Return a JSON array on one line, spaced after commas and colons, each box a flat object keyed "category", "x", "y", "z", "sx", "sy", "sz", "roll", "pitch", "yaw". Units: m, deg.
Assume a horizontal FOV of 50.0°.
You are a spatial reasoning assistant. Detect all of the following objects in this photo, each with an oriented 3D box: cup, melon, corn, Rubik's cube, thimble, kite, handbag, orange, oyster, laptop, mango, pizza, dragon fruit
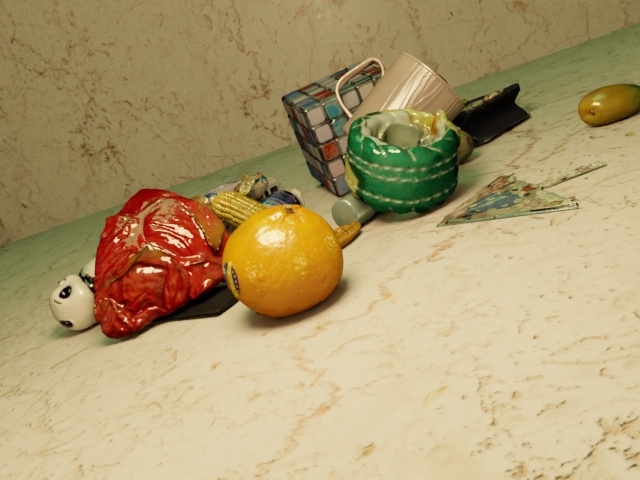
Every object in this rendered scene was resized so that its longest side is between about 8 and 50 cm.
[{"category": "cup", "x": 0.195, "y": -0.352, "z": 1.822, "sx": 0.273, "sy": 0.288, "sz": 0.208, "roll": -49, "pitch": 25, "yaw": 7}, {"category": "melon", "x": 0.351, "y": -0.248, "z": 1.855, "sx": 0.130, "sy": 0.098, "sz": 0.098, "roll": -19, "pitch": 12, "yaw": 39}, {"category": "corn", "x": -0.152, "y": -0.050, "z": 1.622, "sx": 0.238, "sy": 0.080, "sz": 0.080, "roll": 26, "pitch": 23, "yaw": 3}, {"category": "Rubik's cube", "x": 0.085, "y": -0.340, "z": 2.065, "sx": 0.291, "sy": 0.287, "sz": 0.293, "roll": -26, "pitch": 24, "yaw": -5}, {"category": "thimble", "x": 0.193, "y": -0.188, "z": 1.559, "sx": 0.254, "sy": 0.167, "sz": 0.288, "roll": 28, "pitch": 42, "yaw": 36}, {"category": "kite", "x": 0.404, "y": -0.098, "z": 1.399, "sx": 0.368, "sy": 0.014, "sz": 0.406, "roll": -21, "pitch": 15, "yaw": -1}, {"category": "handbag", "x": 0.443, "y": -0.374, "z": 2.154, "sx": 0.303, "sy": 0.122, "sz": 0.329, "roll": -32, "pitch": 17, "yaw": -36}, {"category": "orange", "x": -0.067, "y": 0.034, "z": 1.217, "sx": 0.219, "sy": 0.193, "sz": 0.219, "roll": -7, "pitch": 3, "yaw": 0}, {"category": "oyster", "x": -0.206, "y": -0.086, "z": 1.781, "sx": 0.083, "sy": 0.214, "sz": 0.223, "roll": 17, "pitch": -9, "yaw": 6}, {"category": "laptop", "x": -0.243, "y": 0.131, "z": 1.432, "sx": 0.197, "sy": 0.016, "sz": 0.135, "roll": -12, "pitch": 17, "yaw": 36}, {"category": "mango", "x": 0.737, "y": -0.346, "z": 1.725, "sx": 0.194, "sy": 0.092, "sz": 0.130, "roll": -18, "pitch": 9, "yaw": -31}, {"category": "pizza", "x": 0.000, "y": 0.000, "z": 1.538, "sx": 0.184, "sy": 0.036, "sz": 0.176, "roll": -28, "pitch": 16, "yaw": -28}, {"category": "dragon fruit", "x": -0.335, "y": 0.084, "z": 1.467, "sx": 0.302, "sy": 0.240, "sz": 0.330, "roll": 16, "pitch": 56, "yaw": 24}]

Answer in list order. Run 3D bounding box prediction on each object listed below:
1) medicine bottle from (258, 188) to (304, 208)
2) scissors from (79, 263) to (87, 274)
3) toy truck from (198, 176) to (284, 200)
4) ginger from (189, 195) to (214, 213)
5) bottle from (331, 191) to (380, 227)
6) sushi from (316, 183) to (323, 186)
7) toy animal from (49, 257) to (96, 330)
[{"category": "medicine bottle", "x": -0.110, "y": -0.070, "z": 1.796, "sx": 0.106, "sy": 0.107, "sz": 0.191, "roll": -13, "pitch": 16, "yaw": 24}, {"category": "scissors", "x": -0.526, "y": 0.089, "z": 1.727, "sx": 0.133, "sy": 0.020, "sz": 0.187, "roll": -27, "pitch": -26, "yaw": -18}, {"category": "toy truck", "x": -0.221, "y": -0.099, "z": 1.952, "sx": 0.124, "sy": 0.156, "sz": 0.268, "roll": -6, "pitch": 19, "yaw": 45}, {"category": "ginger", "x": -0.312, "y": -0.005, "z": 1.679, "sx": 0.123, "sy": 0.219, "sz": 0.270, "roll": 19, "pitch": 8, "yaw": -8}, {"category": "bottle", "x": 0.141, "y": -0.114, "z": 1.672, "sx": 0.082, "sy": 0.082, "sz": 0.286, "roll": -6, "pitch": 20, "yaw": 44}, {"category": "sushi", "x": 0.102, "y": -0.234, "z": 2.246, "sx": 0.210, "sy": 0.040, "sz": 0.192, "roll": -5, "pitch": 21, "yaw": 46}, {"category": "toy animal", "x": -0.531, "y": 0.126, "z": 1.579, "sx": 0.179, "sy": 0.138, "sz": 0.166, "roll": -26, "pitch": 17, "yaw": -18}]
